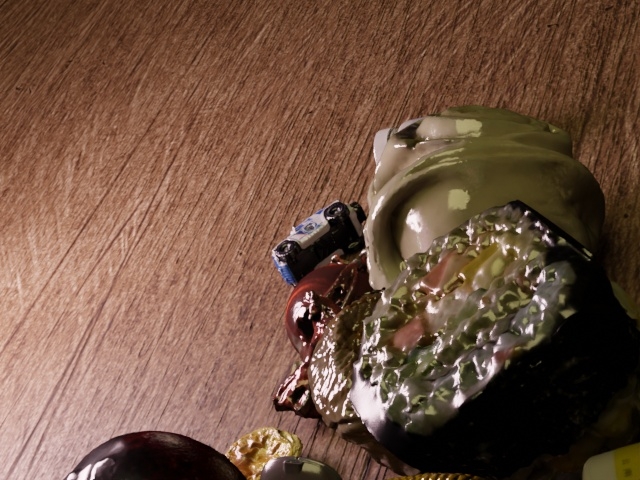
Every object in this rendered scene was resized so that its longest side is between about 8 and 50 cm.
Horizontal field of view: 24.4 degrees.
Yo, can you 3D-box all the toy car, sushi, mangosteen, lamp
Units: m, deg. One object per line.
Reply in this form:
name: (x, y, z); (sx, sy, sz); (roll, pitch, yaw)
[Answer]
toy car: (0.000, 0.000, 2.341); (0.170, 0.080, 0.070); (-38, 33, -14)
sushi: (0.233, 0.154, 1.686); (0.329, 0.285, 0.328); (-45, 26, 2)
mangosteen: (-0.219, 0.364, 1.792); (0.297, 0.293, 0.297); (-45, 19, 20)
lamp: (0.007, 0.127, 2.088); (0.151, 0.215, 0.223); (25, 25, 31)

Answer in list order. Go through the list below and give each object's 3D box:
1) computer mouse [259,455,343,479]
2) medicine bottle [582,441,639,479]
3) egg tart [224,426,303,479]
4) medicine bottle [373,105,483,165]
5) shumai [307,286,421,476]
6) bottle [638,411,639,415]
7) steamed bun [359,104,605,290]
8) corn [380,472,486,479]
computer mouse: (-0.015, 0.363, 1.736); (0.120, 0.232, 0.057); (0, 10, 28)
medicine bottle: (0.454, 0.276, 1.494); (0.339, 0.208, 0.208); (-19, 33, 15)
egg tart: (-0.080, 0.309, 1.994); (0.130, 0.052, 0.130); (-19, 32, 12)
medicine bottle: (0.188, -0.152, 2.393); (0.186, 0.103, 0.103); (-9, 37, 26)
shumai: (0.075, 0.205, 1.906); (0.183, 0.185, 0.218); (-16, 34, -17)
bottle: (0.438, 0.149, 1.825); (0.217, 0.060, 0.060); (-39, 34, -16)
steamed bun: (0.213, -0.060, 2.028); (0.342, 0.255, 0.368); (-7, 17, 11)
corn: (0.089, 0.342, 1.769); (0.321, 0.119, 0.119); (-14, 35, 29)
